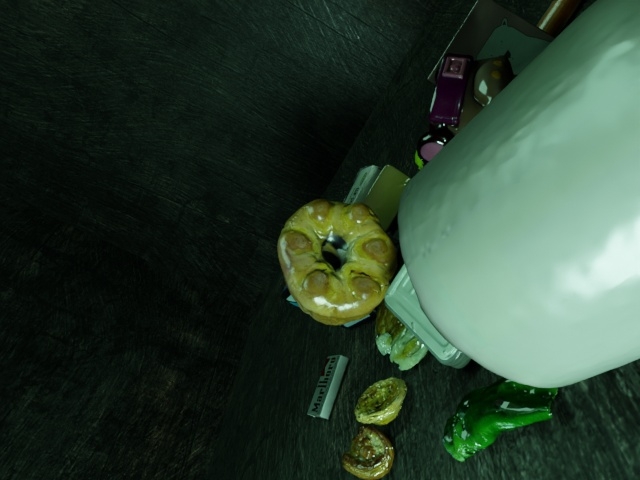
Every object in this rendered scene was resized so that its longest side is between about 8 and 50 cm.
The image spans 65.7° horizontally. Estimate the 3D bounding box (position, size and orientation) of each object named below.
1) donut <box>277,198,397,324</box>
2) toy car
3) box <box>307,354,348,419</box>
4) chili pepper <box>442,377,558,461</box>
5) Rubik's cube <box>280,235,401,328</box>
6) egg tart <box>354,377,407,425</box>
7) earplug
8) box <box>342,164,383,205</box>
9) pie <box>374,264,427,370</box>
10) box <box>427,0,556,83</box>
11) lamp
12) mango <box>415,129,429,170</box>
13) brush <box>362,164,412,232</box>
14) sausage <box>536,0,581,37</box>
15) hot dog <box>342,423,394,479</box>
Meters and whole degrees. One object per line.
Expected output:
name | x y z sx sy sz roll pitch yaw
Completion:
donut | 0.036 0.049 1.234 0.150 0.300 0.317 97 -167 -62
toy car | 0.335 -0.223 1.043 0.340 0.241 0.271 82 -155 -55
box | 0.022 0.419 1.419 0.177 0.036 0.115 -68 11 -21
chili pepper | 0.252 0.236 0.697 0.224 0.061 0.098 -57 5 40
Rubik's cube | 0.059 0.090 1.466 0.246 0.250 0.248 -68 9 -25
egg tart | 0.131 0.338 1.023 0.129 0.049 0.129 -33 10 6
earplug | 0.303 -0.061 0.478 0.394 0.313 0.312 -50 17 49
box | 0.147 -0.086 1.738 0.332 0.145 0.173 -63 8 -2
pie | 0.212 0.136 1.109 0.302 0.067 0.302 -59 12 21
box | 0.395 -0.406 1.136 0.215 0.215 0.086 -58 -7 28
lamp | 0.252 0.068 0.940 0.268 0.047 0.266 -58 26 7
mango | 0.347 -0.277 1.338 0.232 0.111 0.125 -53 19 39
brush | 0.216 -0.132 1.576 0.059 0.123 0.197 -7 -49 -59
sausage | 0.570 -0.562 1.104 0.347 0.053 0.053 -59 12 22
hot dog | 0.093 0.425 0.994 0.099 0.065 0.147 -56 6 -16
